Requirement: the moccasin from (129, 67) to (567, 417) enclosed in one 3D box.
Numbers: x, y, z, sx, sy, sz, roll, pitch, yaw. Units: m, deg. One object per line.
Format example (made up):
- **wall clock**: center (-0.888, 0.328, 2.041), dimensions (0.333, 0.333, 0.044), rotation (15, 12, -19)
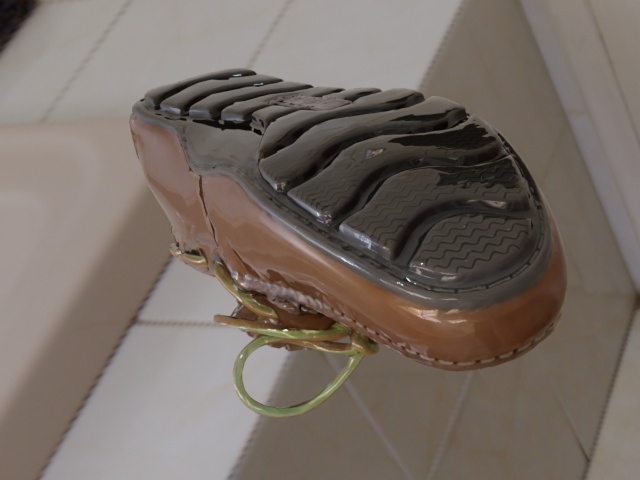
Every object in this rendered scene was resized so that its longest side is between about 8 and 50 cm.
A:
- **moccasin**: center (-0.003, 0.001, 0.688), dimensions (0.139, 0.147, 0.380), rotation (-21, 20, -26)
